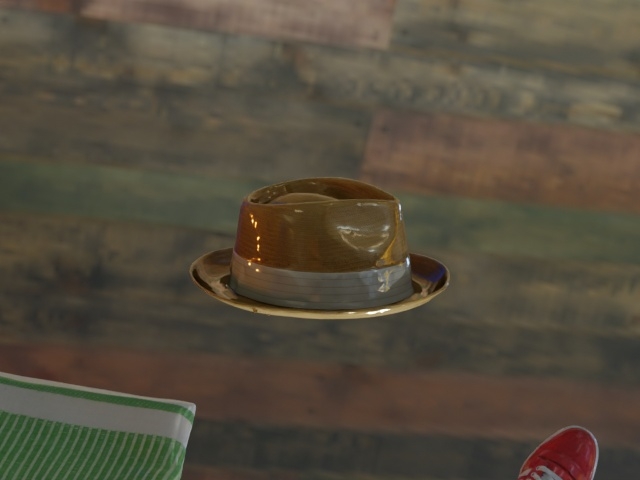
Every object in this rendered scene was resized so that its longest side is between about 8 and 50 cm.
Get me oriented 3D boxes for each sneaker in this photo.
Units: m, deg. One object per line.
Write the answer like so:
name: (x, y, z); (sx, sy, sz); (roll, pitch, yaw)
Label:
sneaker: (0.118, 0.151, 1.074); (0.042, 0.118, 0.067); (37, 170, 15)

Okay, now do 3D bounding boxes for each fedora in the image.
fedora: (0.000, 0.000, 1.397); (0.194, 0.079, 0.194); (1, -164, 0)

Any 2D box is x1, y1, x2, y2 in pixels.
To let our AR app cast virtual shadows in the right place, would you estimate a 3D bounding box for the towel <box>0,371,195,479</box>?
towel: (-0.252, 0.222, 1.480); (0.248, 0.038, 0.325); (8, -143, 11)
